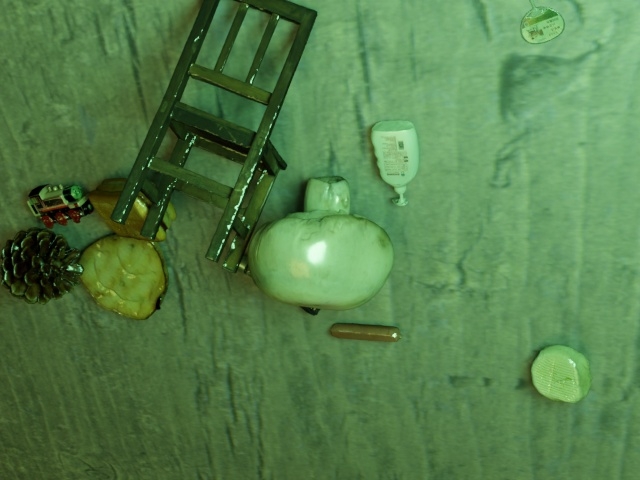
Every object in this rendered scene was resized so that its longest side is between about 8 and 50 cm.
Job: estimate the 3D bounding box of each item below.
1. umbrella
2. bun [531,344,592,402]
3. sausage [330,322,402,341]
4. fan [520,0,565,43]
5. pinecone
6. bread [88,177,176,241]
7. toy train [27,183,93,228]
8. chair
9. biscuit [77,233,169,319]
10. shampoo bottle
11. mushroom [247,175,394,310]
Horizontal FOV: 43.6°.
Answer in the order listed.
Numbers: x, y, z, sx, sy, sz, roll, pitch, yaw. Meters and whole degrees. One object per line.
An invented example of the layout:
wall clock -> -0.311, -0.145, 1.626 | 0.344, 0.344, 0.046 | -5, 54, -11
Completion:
umbrella -> -0.081, 0.091, 1.572 | 0.188, 0.046, 0.050 | 28, 135, -1
bun -> 0.444, 0.240, 1.464 | 0.115, 0.069, 0.115 | 15, 117, 31
sausage -> 0.090, 0.182, 1.583 | 0.147, 0.030, 0.035 | 0, 126, 21
fan -> 0.307, -0.313, 1.144 | 0.080, 0.003, 0.060 | 35, 129, -7
pinecone -> -0.568, 0.055, 1.651 | 0.165, 0.163, 0.163 | 3, 127, 36
bread -> -0.356, -0.061, 1.519 | 0.200, 0.077, 0.116 | 6, 143, 48
toy train -> -0.524, -0.075, 1.619 | 0.138, 0.050, 0.087 | -9, 118, 26
chair -> -0.159, -0.178, 1.329 | 0.203, 0.416, 0.240 | 22, 174, 6
biscuit -> -0.409, 0.071, 1.693 | 0.203, 0.041, 0.260 | 40, 128, -4
shampoo bottle -> 0.130, -0.123, 1.329 | 0.077, 0.045, 0.152 | 0, 123, 19
mushroom -> 0.000, 0.000, 1.379 | 0.254, 0.234, 0.260 | 0, 170, 15
